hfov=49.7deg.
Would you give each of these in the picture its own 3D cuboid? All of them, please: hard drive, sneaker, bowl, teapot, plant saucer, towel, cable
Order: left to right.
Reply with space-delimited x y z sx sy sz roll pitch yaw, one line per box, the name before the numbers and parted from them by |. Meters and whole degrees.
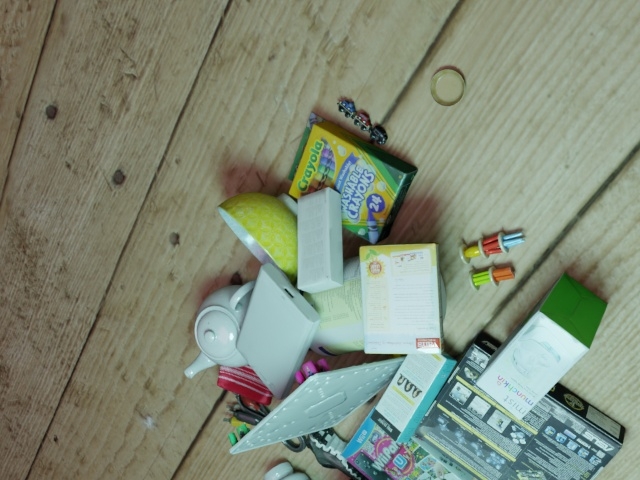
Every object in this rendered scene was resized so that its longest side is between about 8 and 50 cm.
teapot | -0.260 0.246 1.946 0.252 0.187 0.256 -7 92 25
towel | -0.209 0.338 2.051 0.199 0.031 0.275 17 104 25
cable | -0.162 0.540 2.112 0.287 0.072 0.139 17 96 12
hard drive | -0.113 0.231 1.726 0.203 0.040 0.307 45 135 27
bowl | -0.117 -0.031 1.811 0.156 0.289 0.289 -43 79 -11
sneaker | 0.051 0.624 1.986 0.234 0.078 0.106 37 135 8
plant saucer | 0.291 -0.348 1.574 0.083 0.015 0.083 10 110 28

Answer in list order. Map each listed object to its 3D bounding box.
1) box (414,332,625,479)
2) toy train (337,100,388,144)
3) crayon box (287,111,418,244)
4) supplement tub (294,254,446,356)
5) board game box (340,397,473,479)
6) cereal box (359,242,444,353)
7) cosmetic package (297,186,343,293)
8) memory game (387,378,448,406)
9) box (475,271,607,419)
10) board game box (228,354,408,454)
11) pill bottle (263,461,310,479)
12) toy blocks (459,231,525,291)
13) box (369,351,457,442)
box | 0.469 0.461 1.671 0.395 0.097 0.318 33 117 15
toy train | 0.103 -0.294 1.694 0.158 0.027 0.036 42 118 12
crayon box | 0.055 -0.159 1.732 0.323 0.083 0.203 32 118 19
supplement tub | 0.119 0.149 1.698 0.325 0.235 0.235 -17 96 33
board game box | 0.233 0.588 1.845 0.303 0.097 0.224 38 124 17
cereal box | 0.177 0.127 1.508 0.173 0.047 0.240 -2 92 20
cosmetic package | 0.000 0.000 1.659 0.099 0.060 0.239 -18 62 35
memory game | 0.255 0.383 1.825 0.186 0.012 0.186 9 110 27
box | 0.478 0.221 1.494 0.127 0.262 0.231 39 120 14
board game box | 0.006 0.399 1.757 0.390 0.390 0.050 -47 59 34
pill bottle | -0.065 0.793 2.040 0.264 0.146 0.146 52 126 30
toy blocks | 0.411 0.046 1.603 0.148 0.054 0.123 -18 95 33
box | 0.230 0.372 1.713 0.100 0.060 0.244 37 100 41
